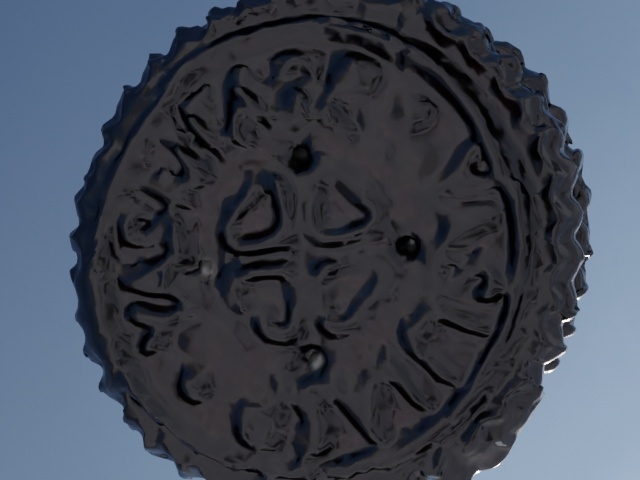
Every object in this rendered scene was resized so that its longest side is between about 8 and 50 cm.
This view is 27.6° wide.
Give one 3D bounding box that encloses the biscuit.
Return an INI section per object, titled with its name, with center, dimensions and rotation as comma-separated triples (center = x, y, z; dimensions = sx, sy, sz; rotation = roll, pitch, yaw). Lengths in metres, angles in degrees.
[biscuit]
center = 0.000, 0.000, 0.460
dimensions = 0.053, 0.195, 0.194
rotation = 10, -81, -75
